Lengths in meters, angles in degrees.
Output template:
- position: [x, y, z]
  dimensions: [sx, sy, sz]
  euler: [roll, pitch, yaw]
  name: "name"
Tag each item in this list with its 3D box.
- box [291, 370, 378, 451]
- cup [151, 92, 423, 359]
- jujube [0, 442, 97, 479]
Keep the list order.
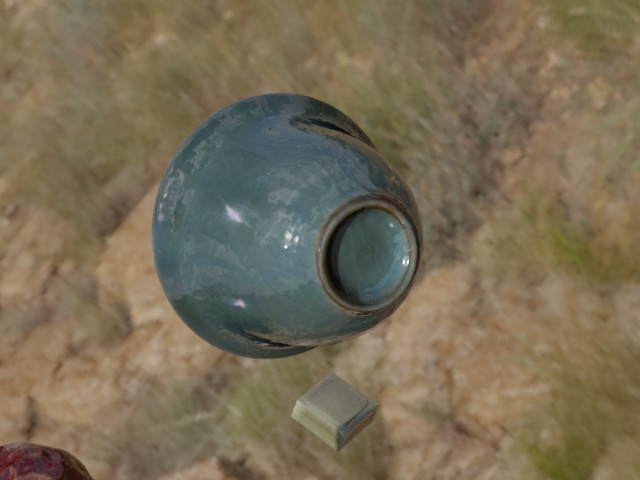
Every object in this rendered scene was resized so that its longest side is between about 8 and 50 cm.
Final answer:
- position: [0.019, 0.213, 1.961]
  dimensions: [0.083, 0.079, 0.035]
  euler: [-35, -28, -45]
  name: "box"
- position: [0.000, 0.000, 1.092]
  dimensions: [0.199, 0.199, 0.150]
  euler: [-53, 27, -11]
  name: "cup"
- position: [-0.269, 0.288, 1.322]
  dimensions: [0.155, 0.155, 0.230]
  euler: [-11, 58, 50]
  name: "jujube"
